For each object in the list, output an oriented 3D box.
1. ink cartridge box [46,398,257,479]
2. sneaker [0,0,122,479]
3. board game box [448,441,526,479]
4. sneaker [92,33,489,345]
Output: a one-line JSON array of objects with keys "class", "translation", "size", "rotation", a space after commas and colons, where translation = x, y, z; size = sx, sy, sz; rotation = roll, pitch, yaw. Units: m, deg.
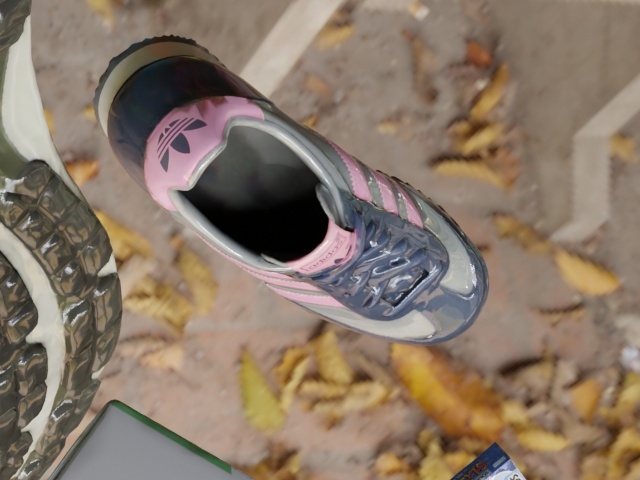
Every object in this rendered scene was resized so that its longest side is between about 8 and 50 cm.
[{"class": "ink cartridge box", "translation": [-0.132, 0.287, 1.510], "size": [0.211, 0.289, 0.121], "rotation": [30, 52, 4]}, {"class": "sneaker", "translation": [-0.191, -0.038, 0.714], "size": [0.158, 0.410, 0.182], "rotation": [-28, 45, -34]}, {"class": "board game box", "translation": [0.176, 0.314, 1.921], "size": [0.136, 0.035, 0.201], "rotation": [-40, 127, -4]}, {"class": "sneaker", "translation": [0.000, 0.000, 1.161], "size": [0.319, 0.112, 0.131], "rotation": [30, 13, -33]}]
